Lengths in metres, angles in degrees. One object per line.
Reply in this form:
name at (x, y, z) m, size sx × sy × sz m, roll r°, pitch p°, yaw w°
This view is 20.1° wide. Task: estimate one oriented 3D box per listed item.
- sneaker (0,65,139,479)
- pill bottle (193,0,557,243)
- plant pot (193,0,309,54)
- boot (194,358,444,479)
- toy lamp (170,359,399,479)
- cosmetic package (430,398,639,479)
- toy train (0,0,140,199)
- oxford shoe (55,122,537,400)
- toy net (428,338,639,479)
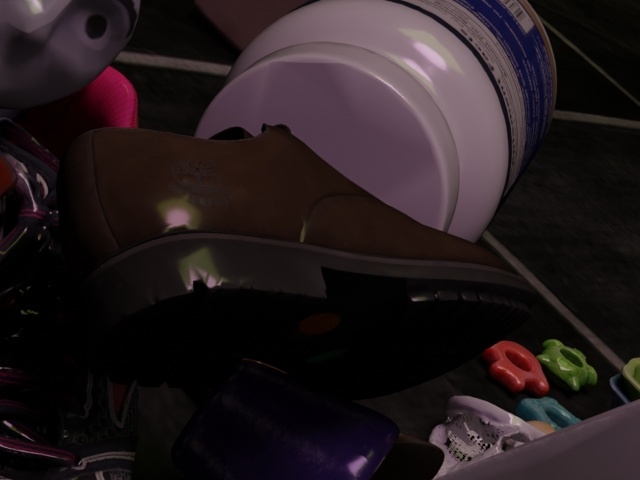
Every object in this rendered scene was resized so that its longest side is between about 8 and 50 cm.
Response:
sneaker at (-0.113, 0.030, 0.621) m, size 0.121 × 0.112 × 0.299 m, roll 24°, pitch 25°, yaw -22°
pill bottle at (0.031, -0.060, 0.945) m, size 0.153 × 0.153 × 0.265 m, roll 35°, pitch 22°, yaw 4°
plant pot at (0.006, -0.146, 1.164) m, size 0.109 × 0.109 × 0.096 m, roll 0°, pitch 52°, yaw -53°
boot at (-0.011, 0.066, 0.791) m, size 0.106 × 0.037 × 0.114 m, roll 12°, pitch 26°, yaw -46°
toy lamp at (0.065, 0.144, 0.676) m, size 0.274 × 0.080 × 0.080 m, roll 36°, pitch 22°, yaw 6°
cosmetic package at (0.205, 0.172, 0.527) m, size 0.453 × 0.161 × 0.230 m, roll 14°, pitch 57°, yaw -53°
toy train at (-0.181, -0.106, 0.624) m, size 0.334 × 0.190 × 0.142 m, roll 43°, pitch -10°, yaw 52°
oxford shoe at (0.000, 0.000, 0.640) m, size 0.227 × 0.083 × 0.096 m, roll 15°, pitch 45°, yaw -51°
toy net at (0.116, 0.084, 0.905) m, size 0.122 × 0.045 × 0.232 m, roll 45°, pitch 25°, yaw 25°
